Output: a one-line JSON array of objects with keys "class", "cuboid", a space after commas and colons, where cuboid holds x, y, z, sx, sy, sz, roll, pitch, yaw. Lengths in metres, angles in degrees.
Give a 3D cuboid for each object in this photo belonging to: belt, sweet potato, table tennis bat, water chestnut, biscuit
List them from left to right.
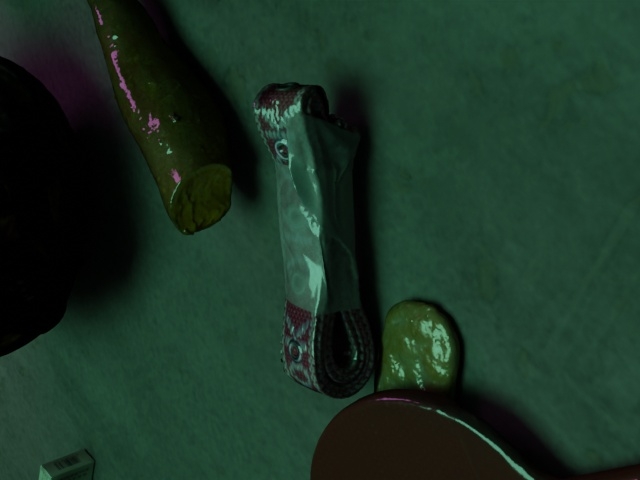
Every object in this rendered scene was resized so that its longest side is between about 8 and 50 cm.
[{"class": "water chestnut", "cuboid": [-0.372, -0.048, 1.157, 0.347, 0.335, 0.335, -101, 29, -44]}, {"class": "sweet potato", "cuboid": [-0.126, -0.117, 1.006, 0.077, 0.077, 0.244, -49, 57, 45]}, {"class": "belt", "cuboid": [0.000, 0.000, 0.895, 0.053, 0.071, 0.232, 17, 118, 53]}, {"class": "biscuit", "cuboid": [0.066, 0.111, 0.895, 0.071, 0.018, 0.147, 26, 119, 39]}, {"class": "table tennis bat", "cuboid": [0.103, 0.190, 0.849, 0.310, 0.038, 0.200, -21, 96, 46]}]

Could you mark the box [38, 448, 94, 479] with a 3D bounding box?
[{"class": "box", "cuboid": [-0.266, 0.261, 1.294, 0.024, 0.054, 0.083, 36, 127, 33]}]
